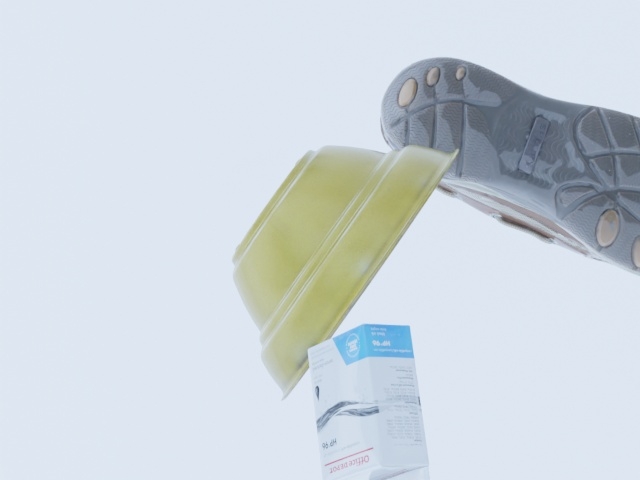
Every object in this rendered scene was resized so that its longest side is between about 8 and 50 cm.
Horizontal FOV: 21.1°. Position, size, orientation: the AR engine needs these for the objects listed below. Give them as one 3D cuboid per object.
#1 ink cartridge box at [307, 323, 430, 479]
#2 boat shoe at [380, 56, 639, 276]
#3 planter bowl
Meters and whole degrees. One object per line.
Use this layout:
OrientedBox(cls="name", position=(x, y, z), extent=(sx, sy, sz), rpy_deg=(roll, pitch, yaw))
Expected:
OrientedBox(cls="ink cartridge box", position=(0.022, 0.084, 0.784), extent=(0.048, 0.028, 0.083), rpy_deg=(-30, -118, 51))
OrientedBox(cls="boat shoe", position=(0.198, -0.053, 1.409), extent=(0.324, 0.116, 0.123), rpy_deg=(28, -99, -3))
OrientedBox(cls="planter bowl", position=(0.000, 0.000, 1.214), extent=(0.090, 0.217, 0.217), rpy_deg=(35, -56, 2))
